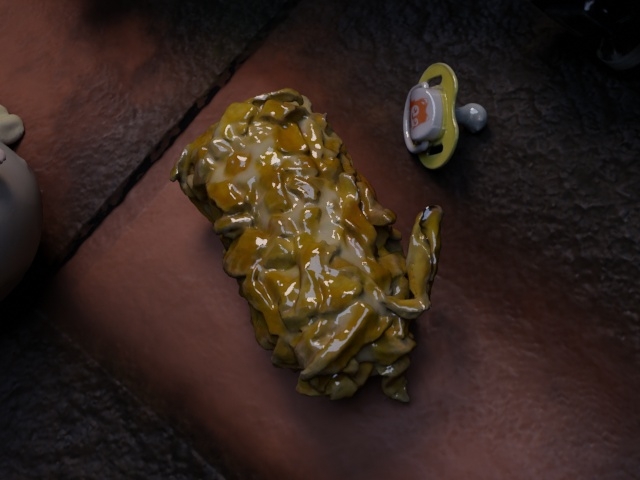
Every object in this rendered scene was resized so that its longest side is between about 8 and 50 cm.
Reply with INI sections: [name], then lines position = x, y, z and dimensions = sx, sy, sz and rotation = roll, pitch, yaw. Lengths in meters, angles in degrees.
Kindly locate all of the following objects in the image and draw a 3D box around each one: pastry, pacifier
[pastry]
position = 0.000, 0.000, 0.696
dimensions = 0.154, 0.102, 0.250
rotation = -32, 63, -4
[pacifier]
position = 0.100, -0.096, 0.751
dimensions = 0.064, 0.068, 0.083
rotation = 2, 84, -23

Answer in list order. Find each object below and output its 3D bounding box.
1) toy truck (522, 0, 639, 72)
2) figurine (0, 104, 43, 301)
[toy truck]
position = 0.262, -0.218, 0.640
dimensions = 0.338, 0.133, 0.184
rotation = 25, 90, 59
[figurine]
position = -0.370, -0.106, 0.744
dimensions = 0.394, 0.274, 0.227
rotation = 49, 119, 0
